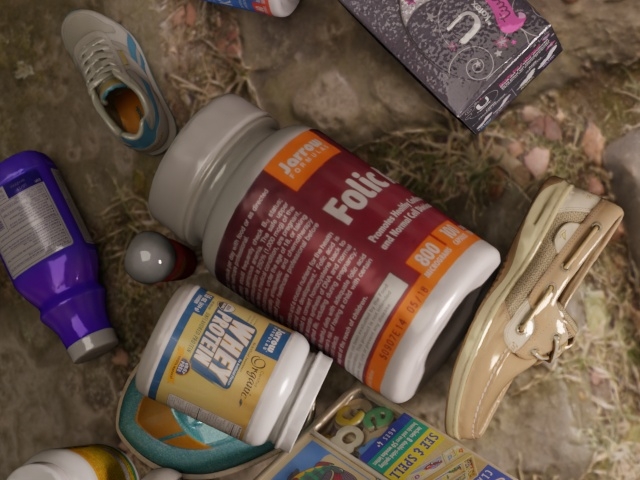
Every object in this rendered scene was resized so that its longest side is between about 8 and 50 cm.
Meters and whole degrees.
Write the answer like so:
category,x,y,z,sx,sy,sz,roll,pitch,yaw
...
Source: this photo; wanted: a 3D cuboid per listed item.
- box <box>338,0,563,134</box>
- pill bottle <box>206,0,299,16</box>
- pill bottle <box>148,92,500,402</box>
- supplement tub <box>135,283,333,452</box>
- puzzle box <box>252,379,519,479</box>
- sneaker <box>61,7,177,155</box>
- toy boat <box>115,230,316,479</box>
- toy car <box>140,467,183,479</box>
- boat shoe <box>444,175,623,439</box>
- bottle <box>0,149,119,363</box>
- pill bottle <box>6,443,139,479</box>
category,x,y,z,sx,sy,sz,roll,pitch,yaw
box,0.153,-0.278,1.848,0.163,0.142,0.247,-45,76,8
pill bottle,-0.135,-0.369,1.943,0.221,0.124,0.124,14,89,16
pill bottle,0.000,0.000,1.824,0.392,0.224,0.224,34,94,15
supplement tub,-0.100,0.151,1.753,0.199,0.144,0.144,25,92,2
puzzle box,0.005,0.363,1.729,0.272,0.052,0.409,29,60,37
sneaker,-0.273,-0.218,1.984,0.087,0.092,0.229,-38,76,11
toy boat,-0.162,0.142,1.894,0.267,0.148,0.318,-22,80,12
toy car,-0.190,0.387,1.865,0.159,0.182,0.136,40,53,11
boat shoe,0.253,0.094,1.801,0.110,0.121,0.341,25,91,16
bottle,-0.355,0.024,1.984,0.118,0.092,0.283,-31,79,11
pill bottle,-0.316,0.318,1.888,0.117,0.208,0.118,-1,85,15
